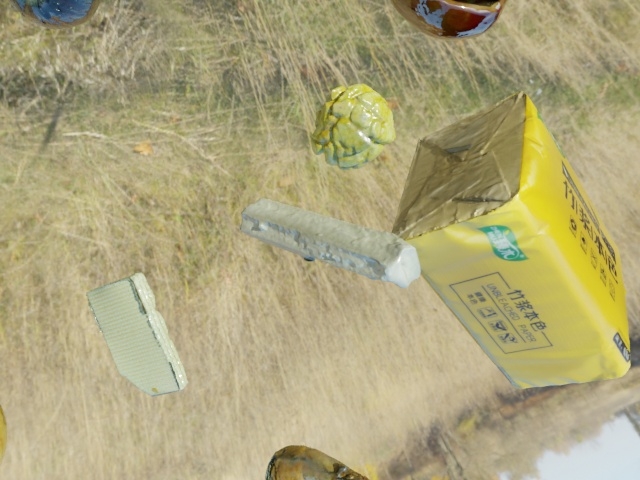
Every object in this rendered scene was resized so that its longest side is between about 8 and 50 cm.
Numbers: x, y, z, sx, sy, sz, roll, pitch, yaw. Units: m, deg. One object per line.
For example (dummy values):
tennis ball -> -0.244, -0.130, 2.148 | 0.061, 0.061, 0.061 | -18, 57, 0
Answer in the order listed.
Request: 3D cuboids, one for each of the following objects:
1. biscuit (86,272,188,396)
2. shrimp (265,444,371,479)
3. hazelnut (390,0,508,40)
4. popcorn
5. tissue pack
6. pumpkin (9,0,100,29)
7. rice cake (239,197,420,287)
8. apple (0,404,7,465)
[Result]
biscuit -> -0.371, 0.197, 1.054 | 0.150, 0.253, 0.052 | -20, -176, 29
shrimp -> 0.011, 0.445, 0.921 | 0.262, 0.117, 0.066 | 4, 165, 40
hazelnut -> 0.201, -0.420, 0.727 | 0.217, 0.217, 0.252 | -5, 138, -31
popcorn -> 0.047, -0.159, 0.718 | 0.106, 0.116, 0.121 | -33, 131, -38
tissue pack -> 0.319, 0.007, 0.835 | 0.228, 0.293, 0.382 | -23, 120, 39
pumpkin -> -0.610, -0.604, 1.173 | 0.232, 0.163, 0.233 | 4, 118, 8
rice cake -> 0.000, 0.000, 0.607 | 0.052, 0.256, 0.057 | -59, 138, -14
apple -> -0.367, 0.179, 0.464 | 0.146, 0.147, 0.146 | -17, 153, -9
